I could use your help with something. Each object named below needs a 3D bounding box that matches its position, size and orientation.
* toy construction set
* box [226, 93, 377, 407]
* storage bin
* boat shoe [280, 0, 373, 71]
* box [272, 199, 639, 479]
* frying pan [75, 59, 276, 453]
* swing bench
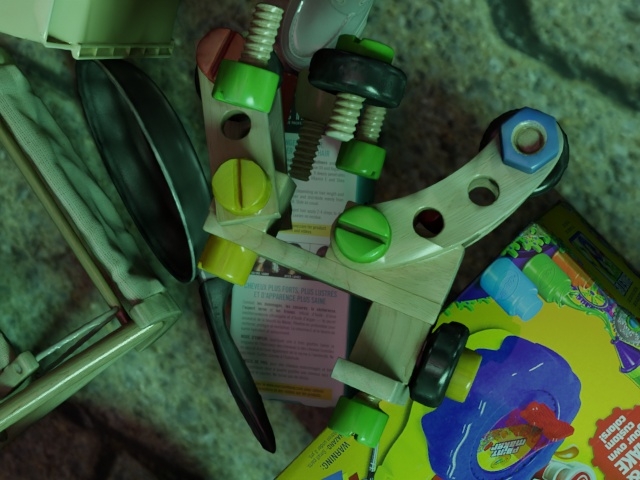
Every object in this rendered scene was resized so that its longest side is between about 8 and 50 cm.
[{"bbox_3d":[0.000,0.000,1.056,0.257,0.309,0.237,16,89,-18],"label":"toy construction set"},{"bbox_3d":[-0.014,0.005,1.252,0.100,0.060,0.244,5,97,15],"label":"box"},{"bbox_3d":[-0.174,-0.273,1.169,0.123,0.260,0.262,16,100,10],"label":"storage bin"},{"bbox_3d":[0.024,-0.210,1.217,0.066,0.063,0.184,41,105,8],"label":"boat shoe"},{"bbox_3d":[0.165,0.173,1.159,0.279,0.177,0.290,45,105,6],"label":"box"},{"bbox_3d":[-0.103,-0.014,1.199,0.053,0.197,0.326,-27,59,-17],"label":"frying pan"},{"bbox_3d":[-0.271,0.018,1.279,0.255,0.165,0.253,-34,85,11],"label":"swing bench"}]
